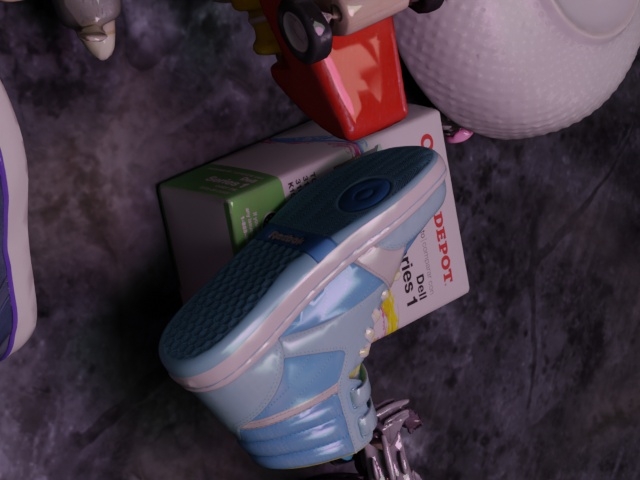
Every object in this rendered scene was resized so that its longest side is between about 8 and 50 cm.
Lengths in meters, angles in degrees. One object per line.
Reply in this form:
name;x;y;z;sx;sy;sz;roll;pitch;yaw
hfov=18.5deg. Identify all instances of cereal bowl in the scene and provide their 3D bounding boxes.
cereal bowl;0.226;-0.277;2.011;0.339;0.141;0.339;4;84;-40

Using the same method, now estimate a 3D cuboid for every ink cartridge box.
ink cartridge box;0.000;0.000;1.903;0.278;0.117;0.201;-25;113;-36

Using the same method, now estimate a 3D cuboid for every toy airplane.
toy airplane;-0.071;-0.304;1.715;0.386;0.272;0.384;20;70;-14

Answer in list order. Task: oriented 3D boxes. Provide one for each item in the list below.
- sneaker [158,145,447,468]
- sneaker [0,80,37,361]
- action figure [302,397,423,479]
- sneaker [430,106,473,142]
sneaker;0.020;0.074;1.776;0.319;0.127;0.208;-40;120;-15
sneaker;-0.354;-0.002;1.561;0.236;0.130;0.323;-32;123;-45
action figure;0.061;0.237;1.890;0.099;0.285;0.185;-4;99;-17
sneaker;0.156;-0.161;2.072;0.057;0.047;0.119;44;67;-26
